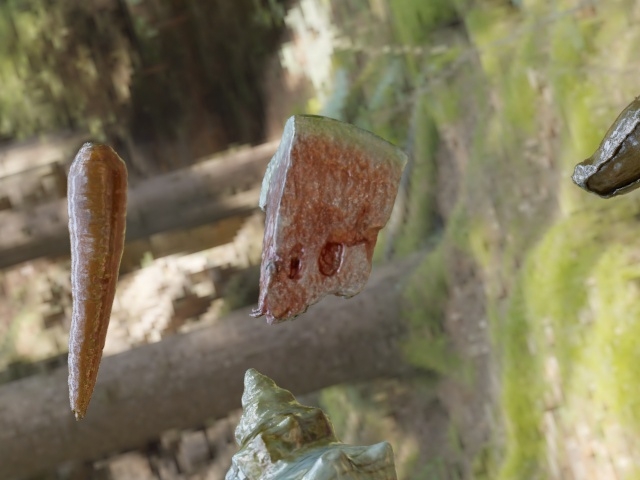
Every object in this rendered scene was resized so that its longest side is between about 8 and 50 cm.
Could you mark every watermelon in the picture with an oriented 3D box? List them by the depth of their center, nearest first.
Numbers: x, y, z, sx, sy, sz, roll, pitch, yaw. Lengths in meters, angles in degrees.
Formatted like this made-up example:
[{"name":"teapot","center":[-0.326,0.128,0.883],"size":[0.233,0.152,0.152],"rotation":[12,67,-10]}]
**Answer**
[{"name":"watermelon","center":[0.006,-0.023,1.196],"size":[0.158,0.097,0.121],"rotation":[-83,8,-54]}]

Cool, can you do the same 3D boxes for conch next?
[{"name":"conch","center":[0.005,0.265,1.528],"size":[0.386,0.203,0.170],"rotation":[51,129,44]}]

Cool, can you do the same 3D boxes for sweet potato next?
[{"name":"sweet potato","center":[0.313,-0.143,1.324],"size":[0.112,0.286,0.085],"rotation":[36,-156,-10]}]

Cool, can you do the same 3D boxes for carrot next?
[{"name":"carrot","center":[-0.176,0.033,1.258],"size":[0.048,0.048,0.216],"rotation":[-130,43,-86]}]
